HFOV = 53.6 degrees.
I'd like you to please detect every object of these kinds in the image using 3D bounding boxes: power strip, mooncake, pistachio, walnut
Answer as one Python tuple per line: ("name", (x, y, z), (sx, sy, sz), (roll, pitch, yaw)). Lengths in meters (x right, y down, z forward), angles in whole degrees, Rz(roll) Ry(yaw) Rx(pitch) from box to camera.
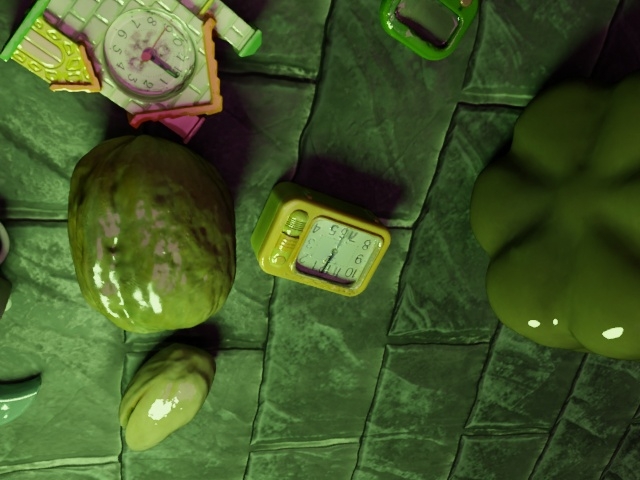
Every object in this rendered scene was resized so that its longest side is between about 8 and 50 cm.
("power strip", (-0.570, 0.231, 1.003), (0.216, 0.044, 0.137), (33, 104, -31))
("mooncake", (0.462, -0.036, 0.968), (0.262, 0.467, 0.467), (18, 111, -29))
("pistachio", (-0.266, 0.270, 1.086), (0.135, 0.136, 0.226), (30, 111, -30))
("walnut", (-0.227, -0.009, 0.883), (0.283, 0.227, 0.283), (-13, 106, -55))

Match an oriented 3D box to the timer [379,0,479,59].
("timer", (0.159, -0.344, 0.935), (0.140, 0.047, 0.128), (24, 106, -28))

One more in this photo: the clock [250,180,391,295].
("clock", (0.000, 0.000, 1.042), (0.202, 0.096, 0.143), (17, 108, -27))

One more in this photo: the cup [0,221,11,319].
("cup", (-0.548, 0.067, 0.834), (0.257, 0.219, 0.290), (38, 70, -25))

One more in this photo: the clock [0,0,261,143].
("clock", (-0.228, -0.257, 0.815), (0.255, 0.106, 0.220), (34, 103, -31))
